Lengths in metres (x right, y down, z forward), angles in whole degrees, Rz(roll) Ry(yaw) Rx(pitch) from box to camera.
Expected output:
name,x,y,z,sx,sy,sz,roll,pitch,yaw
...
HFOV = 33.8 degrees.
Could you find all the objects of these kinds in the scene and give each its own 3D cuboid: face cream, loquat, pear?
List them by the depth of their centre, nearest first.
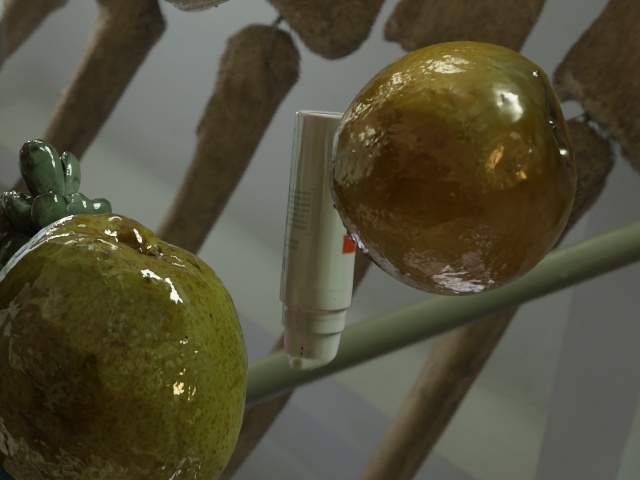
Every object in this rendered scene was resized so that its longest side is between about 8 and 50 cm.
name,x,y,z,sx,sy,sz,roll,pitch,yaw
pear,-0.158,0.089,0.800,0.228,0.188,0.211,20,-65,22
loquat,0.134,-0.071,1.120,0.275,0.275,0.275,25,-53,39
face cream,0.000,0.000,1.427,0.102,0.102,0.345,15,-75,44

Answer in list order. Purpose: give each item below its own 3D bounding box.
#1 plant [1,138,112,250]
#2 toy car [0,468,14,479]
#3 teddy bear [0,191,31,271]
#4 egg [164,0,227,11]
name,x,y,z,sx,sy,sz,roll,pitch,yaw
plant,-0.343,-0.006,1.391,0.146,0.149,0.274,112,-34,-52
toy car,-0.340,0.221,0.908,0.097,0.191,0.100,126,-48,-61
teddy bear,-0.449,0.073,1.462,0.151,0.236,0.267,-22,-131,16
egg,-0.169,-0.468,1.535,0.162,0.206,0.271,-109,-178,-69
